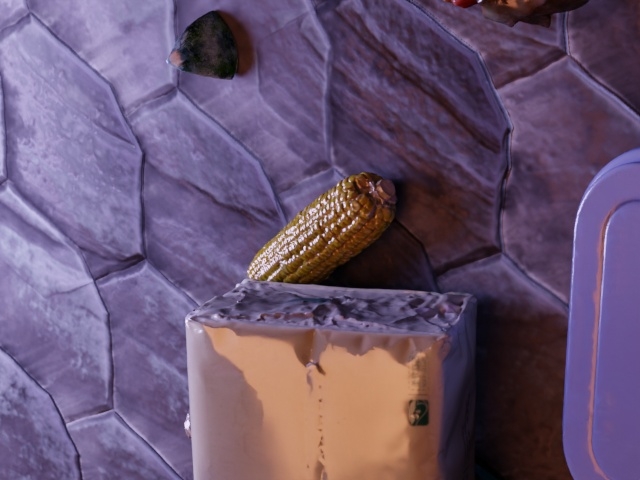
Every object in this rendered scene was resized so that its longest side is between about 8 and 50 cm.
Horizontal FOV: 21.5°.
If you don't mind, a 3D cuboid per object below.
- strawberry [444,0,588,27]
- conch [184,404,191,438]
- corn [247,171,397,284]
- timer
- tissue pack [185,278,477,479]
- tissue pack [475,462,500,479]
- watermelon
[{"bbox_3d":[0.177,-0.373,1.596,0.265,0.149,0.336,-41,70,53],"label":"strawberry"},{"bbox_3d":[-0.097,0.210,2.040,0.207,0.130,0.155,-6,68,59],"label":"conch"},{"bbox_3d":[0.000,0.000,1.889,0.238,0.080,0.080,-40,81,37],"label":"corn"},{"bbox_3d":[0.417,0.099,1.552,0.395,0.173,0.395,6,100,36],"label":"timer"},{"bbox_3d":[0.021,0.243,1.828,0.297,0.207,0.380,1,104,17],"label":"tissue pack"},{"bbox_3d":[0.178,0.292,1.897,0.138,0.028,0.085,35,124,25],"label":"tissue pack"},{"bbox_3d":[-0.141,-0.216,1.931,0.085,0.085,0.061,71,163,-6],"label":"watermelon"}]
